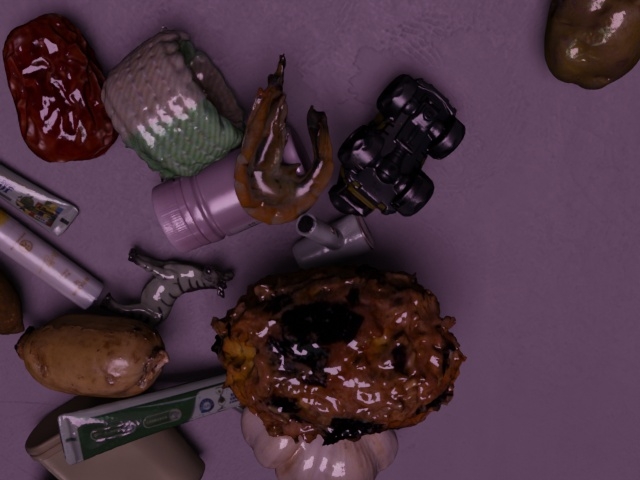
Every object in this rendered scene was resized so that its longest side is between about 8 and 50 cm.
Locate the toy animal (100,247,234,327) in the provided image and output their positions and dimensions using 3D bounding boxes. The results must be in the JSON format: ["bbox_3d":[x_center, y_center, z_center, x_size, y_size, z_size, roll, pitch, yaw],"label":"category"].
[{"bbox_3d":[-0.273,0.090,1.536,0.176,0.073,0.217,31,116,-15],"label":"toy animal"}]

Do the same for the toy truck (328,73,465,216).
[{"bbox_3d":[0.109,-0.142,1.391,0.147,0.165,0.224,38,71,-15],"label":"toy truck"}]

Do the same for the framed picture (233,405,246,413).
[{"bbox_3d":[-0.089,0.262,1.640,0.142,0.011,0.183,34,108,-13],"label":"framed picture"}]

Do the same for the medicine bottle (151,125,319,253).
[{"bbox_3d":[-0.137,-0.081,1.434,0.250,0.133,0.133,-24,110,7],"label":"medicine bottle"}]

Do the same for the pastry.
[{"bbox_3d":[0.045,0.177,1.399,0.405,0.337,0.292,7,74,-24],"label":"pastry"}]

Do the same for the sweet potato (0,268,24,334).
[{"bbox_3d":[-0.674,0.026,1.482,0.423,0.130,0.130,37,107,-12],"label":"sweet potato"}]

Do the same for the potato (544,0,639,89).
[{"bbox_3d":[0.426,-0.331,1.339,0.155,0.137,0.200,21,114,24],"label":"potato"}]

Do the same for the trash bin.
[{"bbox_3d":[-0.376,0.396,1.639,0.243,0.121,0.247,-32,112,12],"label":"trash bin"}]

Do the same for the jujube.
[{"bbox_3d":[-0.406,-0.231,1.364,0.155,0.155,0.230,-18,105,7],"label":"jujube"}]

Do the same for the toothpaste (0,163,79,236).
[{"bbox_3d":[-0.530,-0.098,1.478,0.255,0.037,0.067,35,108,-18],"label":"toothpaste"}]

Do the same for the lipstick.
[{"bbox_3d":[-0.494,0.022,1.513,0.264,0.059,0.059,40,107,-15],"label":"lipstick"}]

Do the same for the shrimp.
[{"bbox_3d":[-0.045,-0.140,1.318,0.145,0.059,0.254,18,104,-3],"label":"shrimp"}]

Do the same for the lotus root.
[{"bbox_3d":[-0.398,0.197,1.509,0.284,0.146,0.160,6,148,19],"label":"lotus root"}]

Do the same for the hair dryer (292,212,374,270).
[{"bbox_3d":[0.000,0.000,1.425,0.131,0.236,0.073,-26,78,10],"label":"hair dryer"}]

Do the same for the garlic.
[{"bbox_3d":[-0.001,0.382,1.592,0.281,0.184,0.203,0,151,-15],"label":"garlic"}]

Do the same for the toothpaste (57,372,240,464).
[{"bbox_3d":[-0.259,0.294,1.550,0.392,0.061,0.098,-14,110,-20],"label":"toothpaste"}]

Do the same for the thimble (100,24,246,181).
[{"bbox_3d":[-0.224,-0.207,1.339,0.150,0.219,0.219,-32,109,13],"label":"thimble"}]
